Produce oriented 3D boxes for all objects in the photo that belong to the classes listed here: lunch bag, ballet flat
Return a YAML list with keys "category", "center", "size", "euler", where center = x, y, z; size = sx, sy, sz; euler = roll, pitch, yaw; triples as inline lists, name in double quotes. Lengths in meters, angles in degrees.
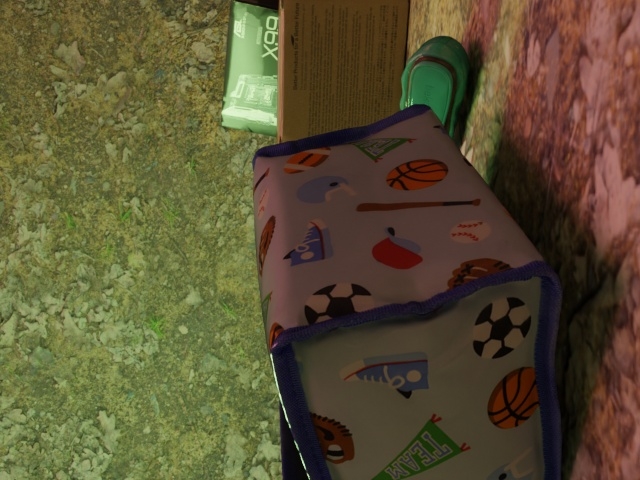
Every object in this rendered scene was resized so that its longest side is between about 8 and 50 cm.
- category: "lunch bag"
  center: [0.069, 0.124, 0.702]
  size: [0.328, 0.238, 0.386]
  euler: [-101, -3, -58]
- category: "ballet flat"
  center: [0.126, -0.131, 0.881]
  size: [0.247, 0.083, 0.087]
  euler: [98, -161, -49]

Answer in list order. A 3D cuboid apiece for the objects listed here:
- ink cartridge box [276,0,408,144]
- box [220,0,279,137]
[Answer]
- category: "ink cartridge box"
  center: [0.029, -0.260, 1.169]
  size: [0.088, 0.193, 0.235]
  euler: [-108, 19, -69]
- category: "box"
  center: [-0.058, -0.326, 1.431]
  size: [0.307, 0.242, 0.077]
  euler: [106, 175, -52]
